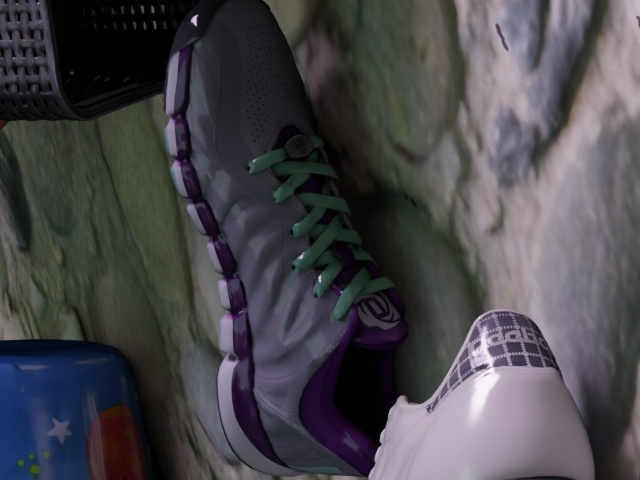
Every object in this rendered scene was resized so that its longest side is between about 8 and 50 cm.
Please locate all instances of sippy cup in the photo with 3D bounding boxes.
[{"bbox_3d":[-0.193,0.175,1.199,0.305,0.240,0.224,0,91,40],"label":"sippy cup"}]

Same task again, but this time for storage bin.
[{"bbox_3d":[-0.131,-0.154,0.958,0.084,0.122,0.180,1,106,32],"label":"storage bin"}]

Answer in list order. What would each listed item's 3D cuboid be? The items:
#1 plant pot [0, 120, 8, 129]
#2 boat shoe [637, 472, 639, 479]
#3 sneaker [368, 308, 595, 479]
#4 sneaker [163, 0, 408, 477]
[{"bbox_3d":[-0.290,-0.200,1.098,0.243,0.275,0.275,93,152,-48],"label":"plant pot"},{"bbox_3d":[0.122,0.165,0.625,0.113,0.105,0.306,32,131,57],"label":"boat shoe"},{"bbox_3d":[0.049,0.118,0.808,0.235,0.090,0.094,124,141,-54],"label":"sneaker"},{"bbox_3d":[0.000,0.000,0.870,0.098,0.083,0.223,6,114,43],"label":"sneaker"}]
